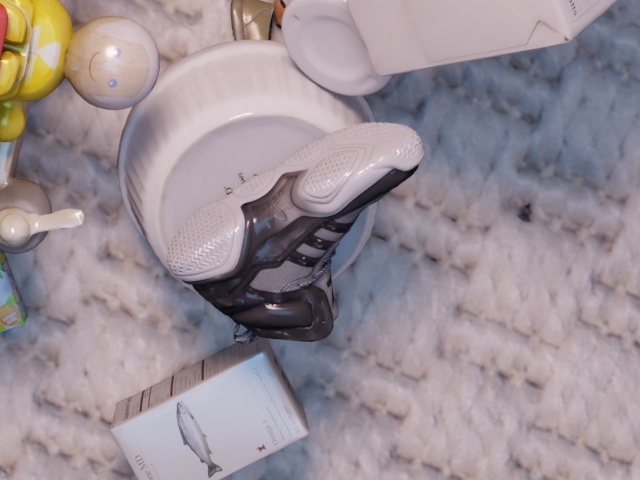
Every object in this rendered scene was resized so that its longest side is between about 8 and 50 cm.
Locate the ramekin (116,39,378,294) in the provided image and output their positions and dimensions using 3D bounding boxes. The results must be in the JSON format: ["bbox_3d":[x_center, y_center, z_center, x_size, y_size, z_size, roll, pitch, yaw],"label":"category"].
[{"bbox_3d":[-0.063,-0.056,1.796,0.273,0.127,0.272,-4,117,-8],"label":"ramekin"}]

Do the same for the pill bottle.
[{"bbox_3d":[0.064,-0.253,1.763,0.124,0.124,0.221,42,51,-9],"label":"pill bottle"}]

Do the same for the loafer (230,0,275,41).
[{"bbox_3d":[-0.061,-0.179,1.848,0.050,0.056,0.148,-8,100,4],"label":"loafer"}]

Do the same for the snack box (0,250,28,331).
[{"bbox_3d":[-0.390,0.061,1.877,0.141,0.037,0.100,-19,101,0],"label":"snack box"}]

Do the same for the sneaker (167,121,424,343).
[{"bbox_3d":[0.000,0.000,1.709,0.269,0.101,0.153,-28,118,12],"label":"sneaker"}]

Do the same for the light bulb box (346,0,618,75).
[{"bbox_3d":[0.167,-0.391,1.629,0.225,0.361,0.358,-5,115,42],"label":"light bulb box"}]

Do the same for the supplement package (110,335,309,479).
[{"bbox_3d":[-0.116,0.188,1.881,0.179,0.105,0.105,-28,101,2],"label":"supplement package"}]

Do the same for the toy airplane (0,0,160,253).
[{"bbox_3d":[-0.268,-0.181,1.679,0.272,0.384,0.386,15,143,16],"label":"toy airplane"}]
